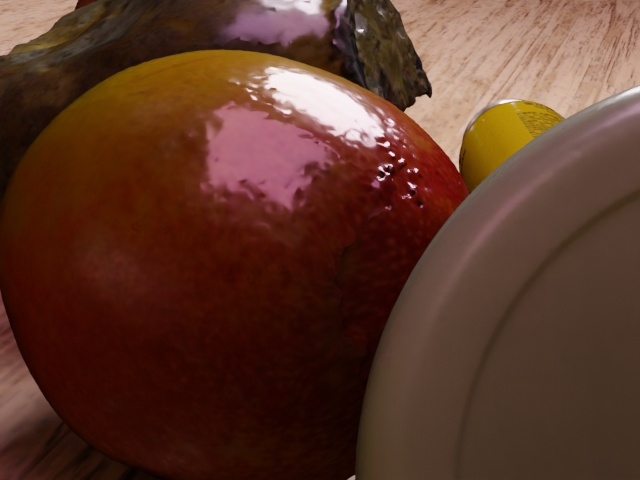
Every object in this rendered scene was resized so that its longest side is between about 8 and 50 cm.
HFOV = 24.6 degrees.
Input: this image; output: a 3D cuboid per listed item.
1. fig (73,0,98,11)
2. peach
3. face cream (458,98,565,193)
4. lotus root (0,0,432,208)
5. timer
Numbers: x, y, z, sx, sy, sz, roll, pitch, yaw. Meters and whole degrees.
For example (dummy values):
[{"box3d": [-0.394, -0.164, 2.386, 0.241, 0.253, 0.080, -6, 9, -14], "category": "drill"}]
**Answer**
[{"box3d": [-0.116, -0.160, 1.225, 0.205, 0.205, 0.205, 10, 20, -4], "category": "fig"}, {"box3d": [-0.038, 0.015, 0.723, 0.231, 0.231, 0.231, 10, 20, -4], "category": "peach"}, {"box3d": [0.172, -0.035, 1.141, 0.105, 0.105, 0.348, 9, 20, -7], "category": "face cream"}, {"box3d": [-0.075, -0.112, 0.955, 0.260, 0.149, 0.267, -13, 14, 37], "category": "lotus root"}, {"box3d": [0.160, 0.087, 0.640, 0.291, 0.290, 0.315, 12, -1, 2], "category": "timer"}]
